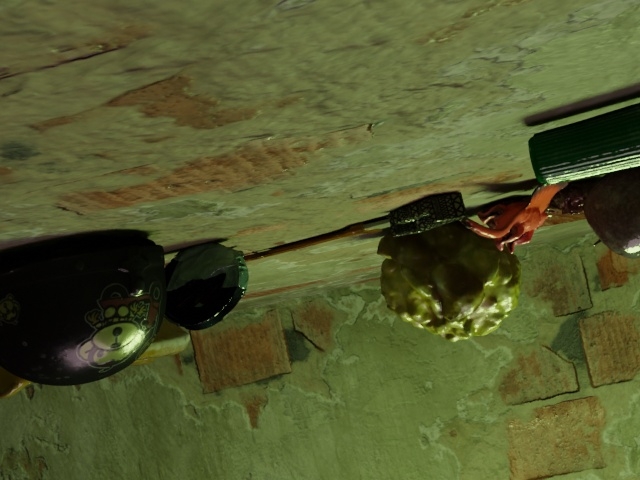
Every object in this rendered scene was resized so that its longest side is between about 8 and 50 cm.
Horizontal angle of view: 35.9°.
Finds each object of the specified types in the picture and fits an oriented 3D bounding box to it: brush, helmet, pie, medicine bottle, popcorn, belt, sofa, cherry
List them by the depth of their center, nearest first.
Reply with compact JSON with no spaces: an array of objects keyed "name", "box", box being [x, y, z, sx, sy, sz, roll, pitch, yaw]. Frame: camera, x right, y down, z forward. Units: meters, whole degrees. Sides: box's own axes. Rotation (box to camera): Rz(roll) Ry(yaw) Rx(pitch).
[{"name":"medicine bottle","box":[0.355,-0.113,0.951,0.308,0.076,0.111,-15,167,20]},{"name":"helmet","box":[-0.303,0.094,1.178,0.278,0.161,0.230,-18,173,38]},{"name":"belt","box":[-0.165,0.063,1.384,0.140,0.105,0.058,-38,167,4]},{"name":"sofa","box":[0.153,-0.036,1.435,0.060,0.039,0.118,-8,172,-30]},{"name":"cherry","box":[0.486,-0.052,1.508,0.176,0.140,0.176,-39,171,-7]},{"name":"brush","box":[0.000,0.000,1.589,0.314,0.017,0.090,-14,174,23]},{"name":"pie","box":[0.386,-0.053,1.677,0.218,0.054,0.204,-15,173,28]},{"name":"popcorn","box":[0.214,0.058,1.724,0.251,0.206,0.237,28,174,-38]}]

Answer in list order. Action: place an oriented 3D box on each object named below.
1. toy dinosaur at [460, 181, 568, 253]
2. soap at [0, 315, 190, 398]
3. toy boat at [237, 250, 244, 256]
[{"name":"toy dinosaur","box":[0.306,-0.049,1.460,0.139,0.070,0.286,-37,163,18]},{"name":"soap","box":[-0.414,0.152,1.518,0.293,0.156,0.335,-19,172,28]},{"name":"toy boat","box":[-0.169,0.032,1.516,0.096,0.034,0.122,-8,164,-36]}]
